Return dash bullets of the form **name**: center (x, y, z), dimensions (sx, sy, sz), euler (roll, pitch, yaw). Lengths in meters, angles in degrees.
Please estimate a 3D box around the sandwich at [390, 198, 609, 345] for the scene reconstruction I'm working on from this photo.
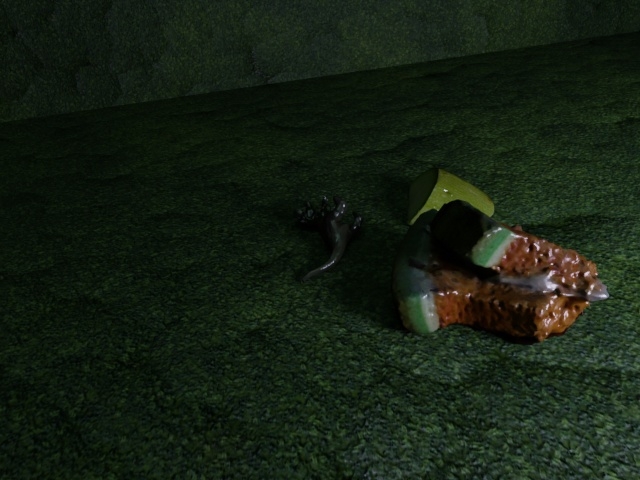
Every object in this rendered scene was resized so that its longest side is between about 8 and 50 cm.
- **sandwich**: center (0.258, 0.036, 0.618), dimensions (0.300, 0.162, 0.250), euler (12, 43, 27)

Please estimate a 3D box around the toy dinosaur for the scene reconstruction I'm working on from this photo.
- **toy dinosaur**: center (0.000, 0.000, 0.828), dimensions (0.179, 0.087, 0.187), euler (-58, 33, -6)

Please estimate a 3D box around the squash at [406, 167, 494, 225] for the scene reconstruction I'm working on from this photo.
- **squash**: center (0.281, -0.108, 0.880), dimensions (0.183, 0.085, 0.192), euler (2, 38, 12)
